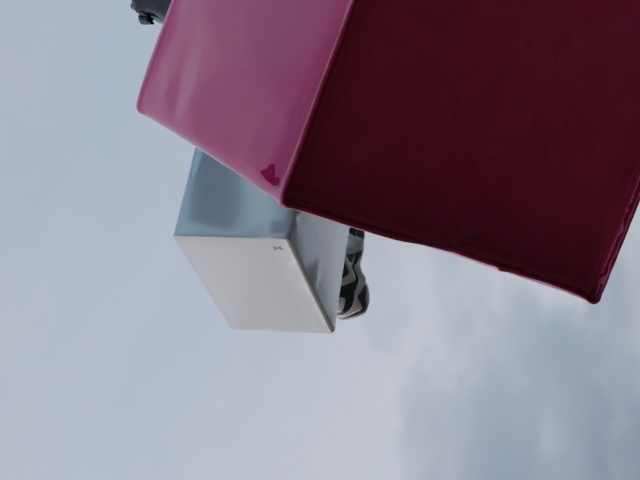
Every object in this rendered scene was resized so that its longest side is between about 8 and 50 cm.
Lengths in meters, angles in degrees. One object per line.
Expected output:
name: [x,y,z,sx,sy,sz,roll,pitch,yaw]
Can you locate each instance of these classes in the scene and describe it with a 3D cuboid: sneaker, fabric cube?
sneaker: [0.000,0.000,1.788,0.153,0.094,0.235,34,-133,-58]
fabric cube: [0.068,-0.138,0.764,0.259,0.258,0.254,18,-83,-31]

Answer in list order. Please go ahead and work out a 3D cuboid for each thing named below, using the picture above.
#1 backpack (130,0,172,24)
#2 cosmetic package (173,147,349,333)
backpack: [-0.138,-0.349,1.494,0.188,0.166,0.144,-33,-39,-51]
cosmetic package: [-0.055,-0.040,1.329,0.224,0.138,0.224,67,-153,-56]
